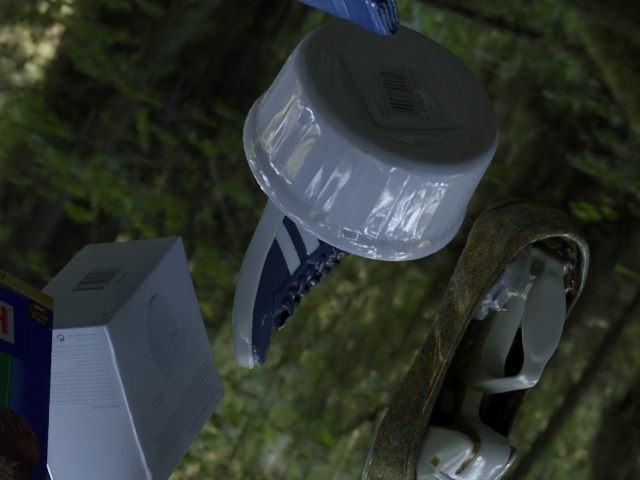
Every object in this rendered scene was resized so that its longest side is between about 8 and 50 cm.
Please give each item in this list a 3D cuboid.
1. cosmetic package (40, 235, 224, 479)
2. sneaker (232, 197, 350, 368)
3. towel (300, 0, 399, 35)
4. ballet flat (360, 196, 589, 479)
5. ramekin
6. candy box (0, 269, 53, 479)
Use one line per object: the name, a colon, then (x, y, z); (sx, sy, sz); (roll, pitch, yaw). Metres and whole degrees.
cosmetic package: (-0.233, 0.146, 1.777); (0.138, 0.224, 0.224); (-6, -157, 21)
sneaker: (0.000, 0.000, 1.856); (0.148, 0.350, 0.131); (18, 169, 5)
towel: (0.021, -0.240, 1.486); (0.119, 0.029, 0.067); (25, 161, 25)
ballet flat: (0.131, 0.129, 1.277); (0.123, 0.348, 0.123); (22, 175, 2)
ramekin: (0.065, -0.124, 1.719); (0.277, 0.135, 0.277); (16, -136, -17)
candy box: (-0.386, 0.138, 1.413); (0.268, 0.122, 0.317); (31, -147, -32)
